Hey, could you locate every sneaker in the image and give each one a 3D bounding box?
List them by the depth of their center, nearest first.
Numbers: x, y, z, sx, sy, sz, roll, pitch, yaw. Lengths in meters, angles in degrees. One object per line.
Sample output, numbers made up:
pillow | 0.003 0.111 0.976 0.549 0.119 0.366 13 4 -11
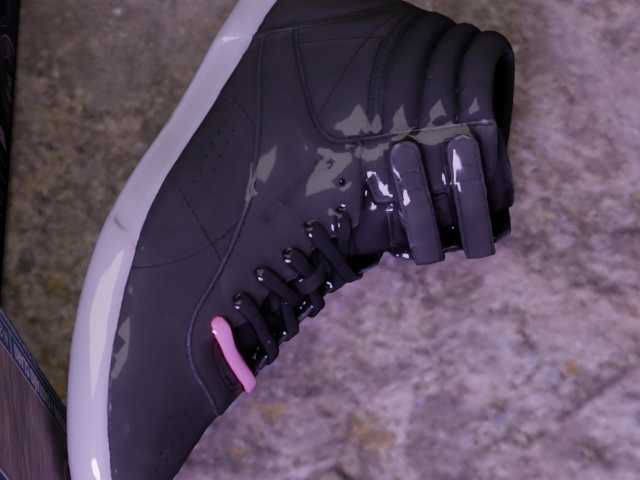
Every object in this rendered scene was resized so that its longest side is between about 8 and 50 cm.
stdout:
sneaker | 0.000 0.000 0.707 0.147 0.104 0.295 13 60 19

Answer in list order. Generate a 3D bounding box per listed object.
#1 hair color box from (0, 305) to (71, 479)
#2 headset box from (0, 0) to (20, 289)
hair color box | -0.279 0.117 0.642 0.347 0.174 0.105 -8 60 2
headset box | -0.282 -0.052 0.757 0.246 0.131 0.283 -6 61 5
